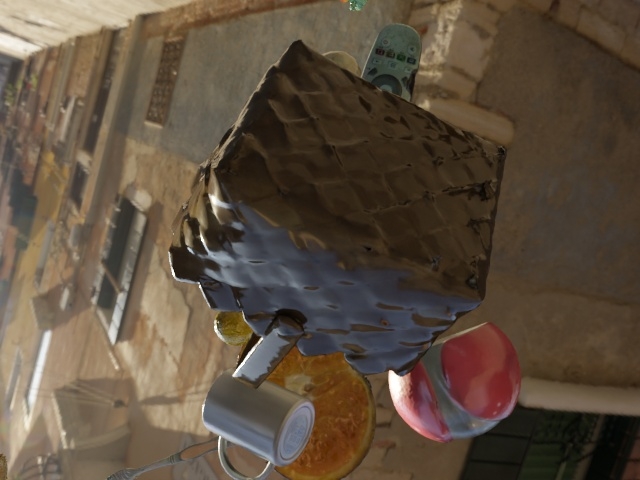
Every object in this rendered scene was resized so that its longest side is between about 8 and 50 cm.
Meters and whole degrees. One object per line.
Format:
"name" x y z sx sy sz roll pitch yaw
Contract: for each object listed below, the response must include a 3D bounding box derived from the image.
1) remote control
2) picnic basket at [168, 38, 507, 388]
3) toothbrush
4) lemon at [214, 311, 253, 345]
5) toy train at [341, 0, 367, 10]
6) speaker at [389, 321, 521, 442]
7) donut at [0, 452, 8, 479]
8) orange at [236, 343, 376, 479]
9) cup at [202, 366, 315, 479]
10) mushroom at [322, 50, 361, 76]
"remote control" 0.109 -0.244 1.018 0.098 0.256 0.045 18 -165 -1
"picnic basket" 0.000 0.000 0.611 0.292 0.254 0.321 27 144 -6
"toothbrush" -0.225 0.387 1.079 0.376 0.028 0.037 -21 157 6
"lemon" -0.136 0.139 0.953 0.065 0.065 0.092 21 178 40
"toy train" 0.034 -0.507 1.100 0.176 0.118 0.074 26 176 -35
"speaker" 0.306 0.302 1.308 0.295 0.294 0.294 16 -174 -2
"donut" -0.723 0.525 1.220 0.068 0.174 0.174 12 -174 3
"orange" -0.031 0.328 1.190 0.275 0.274 0.310 11 -158 -41
"cup" -0.088 0.263 0.834 0.133 0.135 0.099 15 -155 29
"mushroom" 0.025 -0.392 1.444 0.166 0.166 0.127 23 159 48
